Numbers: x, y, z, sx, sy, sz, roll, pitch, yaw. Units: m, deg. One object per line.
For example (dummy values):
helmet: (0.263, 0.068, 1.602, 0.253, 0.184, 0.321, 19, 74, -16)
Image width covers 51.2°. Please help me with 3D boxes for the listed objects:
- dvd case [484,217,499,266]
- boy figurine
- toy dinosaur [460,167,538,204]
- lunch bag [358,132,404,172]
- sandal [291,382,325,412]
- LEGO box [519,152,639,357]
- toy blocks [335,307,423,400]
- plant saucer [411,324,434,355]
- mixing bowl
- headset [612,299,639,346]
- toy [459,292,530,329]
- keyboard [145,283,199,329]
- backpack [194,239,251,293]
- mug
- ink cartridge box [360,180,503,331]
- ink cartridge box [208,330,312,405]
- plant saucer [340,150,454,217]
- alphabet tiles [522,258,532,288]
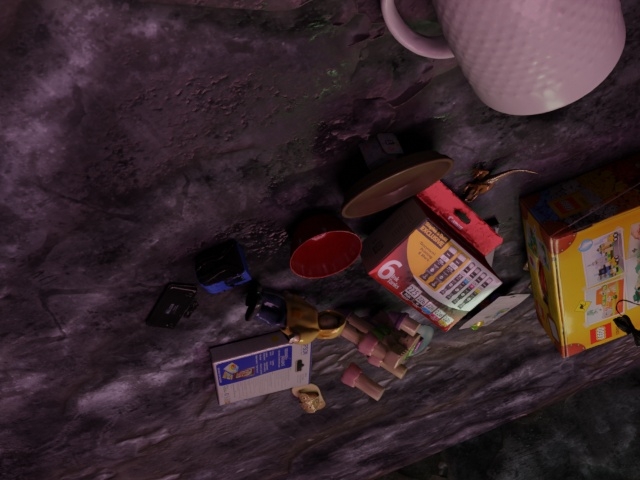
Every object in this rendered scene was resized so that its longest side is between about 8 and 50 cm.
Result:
dvd case: (0.422, 0.039, 1.946, 0.179, 0.029, 0.239, -17, 145, -5)
boy figurine: (-0.061, 0.211, 1.794, 0.285, 0.177, 0.092, 21, 125, -18)
toy dinosaur: (0.422, -0.150, 1.682, 0.211, 0.064, 0.112, -31, 159, 31)
lunch bag: (0.135, -0.194, 1.458, 0.083, 0.071, 0.053, -24, 142, 11)
sandal: (-0.028, 0.586, 2.410, 0.088, 0.079, 0.240, -24, 145, 6)
LEGO box: (0.803, 0.055, 1.903, 0.372, 0.193, 0.500, -21, 128, 1)
toy blocks: (0.162, 0.253, 1.979, 0.288, 0.260, 0.309, -11, 130, -65)
plant saucer: (0.309, 0.361, 2.314, 0.195, 0.037, 0.195, -14, 145, -10)
mixing bowl: (0.000, 0.000, 1.626, 0.181, 0.098, 0.181, -14, 145, -10)
headset: (0.942, 0.118, 1.747, 0.394, 0.185, 0.243, -35, 127, -3)
toy: (0.573, 0.223, 2.244, 0.137, 0.056, 0.237, -3, 146, -29)
keyboard: (-0.376, 0.173, 1.740, 0.108, 0.023, 0.180, 13, 134, -29)
backpack: (-0.235, 0.077, 1.616, 0.120, 0.098, 0.101, -22, 148, 1)
mug: (0.278, -0.409, 1.110, 0.374, 0.276, 0.328, -4, 149, 33)
ink cartridge box: (0.300, 0.039, 1.689, 0.309, 0.130, 0.272, 36, 108, -28)
ink cartridge box: (-0.183, 0.396, 2.097, 0.307, 0.072, 0.304, -13, 143, -14)
plant saucer: (0.168, -0.129, 1.510, 0.278, 0.041, 0.278, -23, 169, -5)
alphabet tiles: (0.785, 0.031, 2.025, 0.285, 0.011, 0.342, 15, 120, -20)
